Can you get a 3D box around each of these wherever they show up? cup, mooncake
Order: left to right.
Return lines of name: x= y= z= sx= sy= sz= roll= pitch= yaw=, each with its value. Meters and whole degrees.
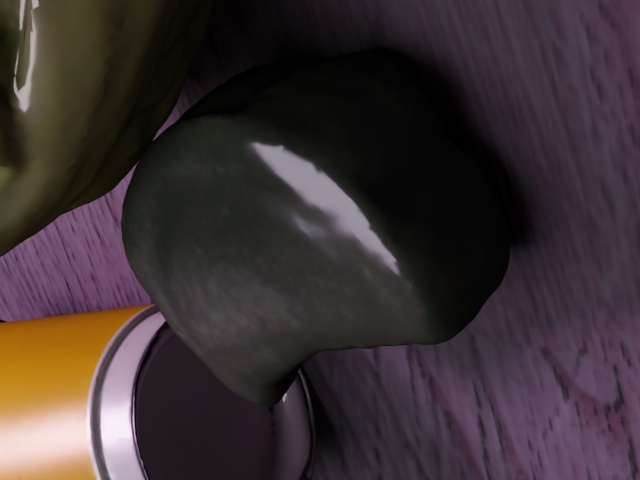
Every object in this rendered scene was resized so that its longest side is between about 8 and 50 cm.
cup: x=-0.147 y=0.121 z=0.844 sx=0.279 sy=0.196 sz=0.196 roll=-17 pitch=106 yaw=41
mooncake: x=0.000 y=0.000 z=0.660 sx=0.175 sy=0.104 sz=0.168 roll=15 pitch=125 yaw=34

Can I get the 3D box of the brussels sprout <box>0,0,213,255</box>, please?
brussels sprout: x=-0.195 y=-0.116 z=0.618 sx=0.328 sy=0.247 sz=0.328 roll=0 pitch=127 yaw=0
